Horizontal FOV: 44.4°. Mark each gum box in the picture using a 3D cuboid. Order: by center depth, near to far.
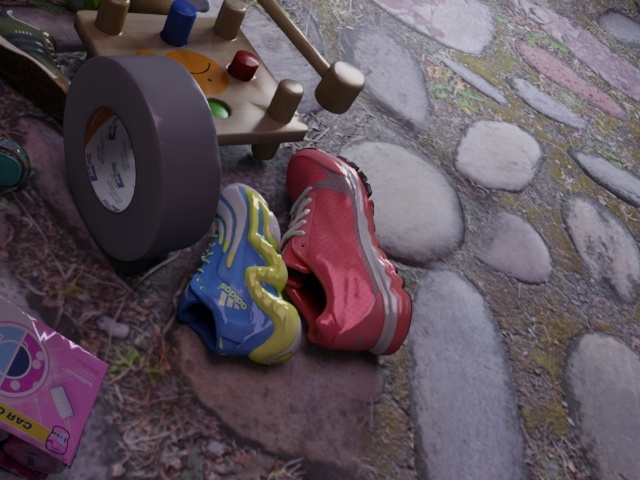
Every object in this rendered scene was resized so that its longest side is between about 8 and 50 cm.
[{"bbox_3d":[-0.283,0.119,0.680,0.188,0.062,0.107,40,38,-26],"label":"gum box"}]

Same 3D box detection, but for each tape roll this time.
[{"bbox_3d":[-0.199,-0.091,0.855,0.072,0.219,0.219,-14,59,-41],"label":"tape roll"}]

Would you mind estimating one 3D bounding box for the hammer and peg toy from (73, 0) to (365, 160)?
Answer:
[{"bbox_3d":[-0.136,-0.231,1.102,0.361,0.127,0.266,-10,54,-38],"label":"hammer and peg toy"}]

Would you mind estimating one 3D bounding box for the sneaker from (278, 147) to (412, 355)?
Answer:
[{"bbox_3d":[0.000,0.000,0.973,0.136,0.116,0.314,-1,51,-31],"label":"sneaker"}]

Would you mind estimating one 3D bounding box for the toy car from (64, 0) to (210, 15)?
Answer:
[{"bbox_3d":[-0.255,-0.382,1.173,0.188,0.149,0.155,33,52,-18],"label":"toy car"}]

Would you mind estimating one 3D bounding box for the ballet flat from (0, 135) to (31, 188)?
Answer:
[{"bbox_3d":[-0.413,-0.108,0.868,0.188,0.070,0.070,24,42,-13],"label":"ballet flat"}]

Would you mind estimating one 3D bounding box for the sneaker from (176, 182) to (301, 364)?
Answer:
[{"bbox_3d":[-0.107,0.030,0.894,0.126,0.091,0.240,-1,52,-32],"label":"sneaker"}]

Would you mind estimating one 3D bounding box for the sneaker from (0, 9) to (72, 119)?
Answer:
[{"bbox_3d":[-0.363,-0.236,1.007,0.192,0.064,0.086,35,46,7],"label":"sneaker"}]
